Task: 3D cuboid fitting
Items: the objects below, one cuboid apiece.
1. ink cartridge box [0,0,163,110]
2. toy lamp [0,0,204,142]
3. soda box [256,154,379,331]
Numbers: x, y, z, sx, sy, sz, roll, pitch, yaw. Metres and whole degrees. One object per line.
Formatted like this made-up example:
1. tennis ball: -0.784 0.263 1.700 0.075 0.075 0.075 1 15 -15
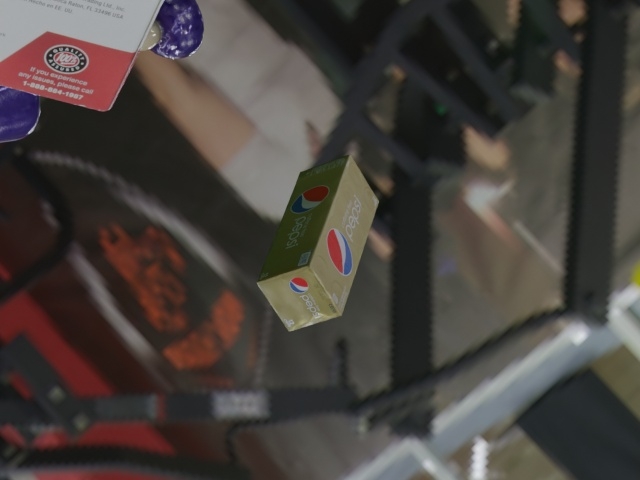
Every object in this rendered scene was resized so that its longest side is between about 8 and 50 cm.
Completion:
1. ink cartridge box: -0.095 -0.120 0.647 0.056 0.099 0.135 -99 -149 -45
2. toy lamp: -0.209 -0.144 1.592 0.275 0.080 0.080 -30 170 -44
3. soda box: 0.000 0.000 1.757 0.058 0.061 0.181 -18 -151 27
